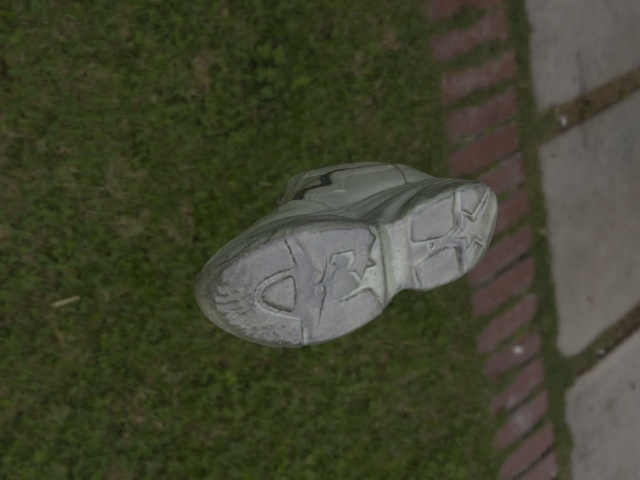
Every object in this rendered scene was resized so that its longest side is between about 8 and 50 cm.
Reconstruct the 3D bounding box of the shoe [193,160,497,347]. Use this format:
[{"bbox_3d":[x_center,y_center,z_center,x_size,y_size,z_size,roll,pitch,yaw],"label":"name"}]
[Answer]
[{"bbox_3d":[0.000,0.000,1.196,0.341,0.210,0.132,-19,116,-28],"label":"shoe"}]
